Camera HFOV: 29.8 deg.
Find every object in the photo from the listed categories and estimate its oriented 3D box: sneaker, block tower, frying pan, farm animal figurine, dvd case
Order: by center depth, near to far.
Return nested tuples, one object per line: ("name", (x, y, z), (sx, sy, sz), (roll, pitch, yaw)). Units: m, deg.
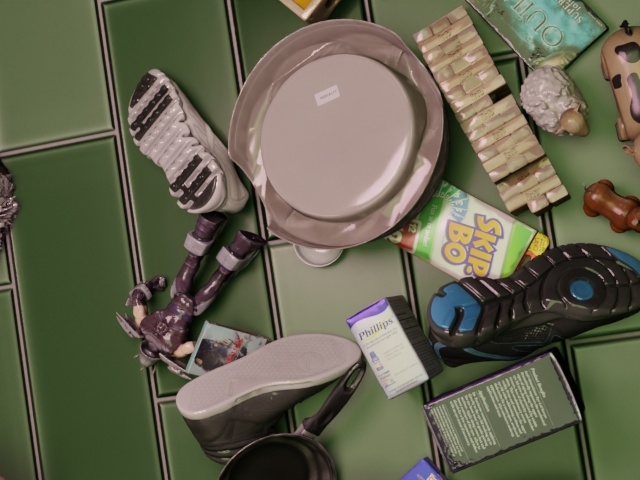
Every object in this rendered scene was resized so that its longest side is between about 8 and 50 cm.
("farm animal figurine", (0.491, -0.169, 1.694), (0.330, 0.172, 0.327), (-31, 83, 10))
("sneaker", (0.320, 0.099, 1.770), (0.340, 0.140, 0.125), (-10, 56, -4))
("block tower", (0.252, -0.191, 1.798), (0.091, 0.097, 0.335), (-30, 81, 10))
("frying pan", (-0.059, 0.317, 1.824), (0.197, 0.053, 0.326), (5, 108, -22))
("sneaker", (-0.072, 0.248, 1.871), (0.295, 0.147, 0.104), (-19, 41, -13))
("dvd case", (-0.144, 0.179, 1.883), (0.013, 0.119, 0.087), (30, 99, 55))
("sneaker", (-0.211, -0.150, 1.908), (0.110, 0.118, 0.292), (-44, 59, 23))

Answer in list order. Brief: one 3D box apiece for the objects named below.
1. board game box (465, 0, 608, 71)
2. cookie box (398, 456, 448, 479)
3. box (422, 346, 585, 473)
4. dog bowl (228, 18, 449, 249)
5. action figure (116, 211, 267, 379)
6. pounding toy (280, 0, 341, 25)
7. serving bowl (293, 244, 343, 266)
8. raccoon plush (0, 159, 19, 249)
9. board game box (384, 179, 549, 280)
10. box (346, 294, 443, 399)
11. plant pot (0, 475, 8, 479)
("board game box", (0.325, -0.342, 1.817), (0.126, 0.026, 0.186), (-43, 80, 9))
("cookie box", (0.152, 0.398, 1.833), (0.107, 0.040, 0.092), (-44, 79, 9))
("box", (0.270, 0.244, 1.752), (0.207, 0.153, 0.108), (-25, 82, 11))
("dog bowl", (0.036, -0.152, 1.813), (0.348, 0.102, 0.349), (-4, 80, 23))
("action figure", (-0.206, 0.095, 1.905), (0.185, 0.099, 0.285), (35, 100, 5))
("pounding toy", (0.023, -0.434, 1.858), (0.181, 0.094, 0.206), (41, 98, 11))
("serving bowl", (0.000, 0.000, 1.887), (0.083, 0.027, 0.083), (0, 88, 13))
("raccoon plush", (-0.624, -0.002, 1.900), (0.216, 0.299, 0.446), (-14, 86, 13))
("board game box", (0.208, -0.012, 1.836), (0.259, 0.039, 0.124), (29, 96, 10))
("box", (0.113, 0.158, 1.806), (0.072, 0.126, 0.137), (-30, 82, 13))
("plant pot", (-0.671, 0.408, 1.916), (0.334, 0.334, 0.305), (-48, 67, 8))
